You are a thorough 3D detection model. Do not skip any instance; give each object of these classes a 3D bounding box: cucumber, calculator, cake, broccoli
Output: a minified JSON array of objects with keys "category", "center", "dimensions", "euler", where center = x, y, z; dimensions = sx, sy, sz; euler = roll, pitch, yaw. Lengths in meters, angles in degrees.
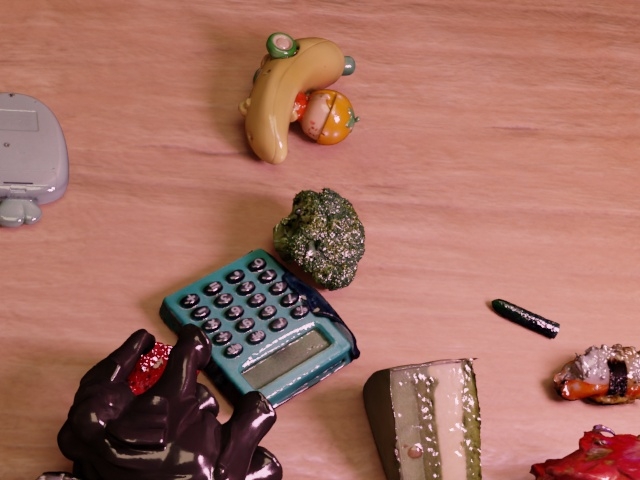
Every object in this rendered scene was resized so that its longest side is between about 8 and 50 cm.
[{"category":"cucumber","center":[0.373,0.140,2.151],"dimensions":[0.133,0.032,0.032],"euler":[25,49,-2]},{"category":"calculator","center":[-0.527,-0.145,2.024],"dimensions":[0.184,0.042,0.295],"euler":[1,53,-20]},{"category":"cake","center":[0.168,0.335,1.909],"dimensions":[0.158,0.172,0.283],"euler":[-5,88,-16]},{"category":"calculator","center":[-0.102,0.141,1.953],"dimensions":[0.248,0.058,0.274],"euler":[-28,66,-36]},{"category":"broccoli","center":[0.000,0.000,2.045],"dimensions":[0.156,0.195,0.195],"euler":[-19,55,8]}]

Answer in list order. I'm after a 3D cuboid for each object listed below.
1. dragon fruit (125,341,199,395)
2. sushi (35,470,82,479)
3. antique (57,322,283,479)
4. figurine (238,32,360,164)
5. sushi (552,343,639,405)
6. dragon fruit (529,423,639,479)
[{"category":"dragon fruit","center":[-0.252,0.215,1.827],"dimensions":[0.131,0.097,0.063],"euler":[22,31,-33]},{"category":"sushi","center":[-0.324,0.419,1.603],"dimensions":[0.225,0.126,0.136],"euler":[36,49,7]},{"category":"antique","center":[-0.211,0.289,1.683],"dimensions":[0.322,0.185,0.255],"euler":[49,47,4]},{"category":"figurine","center":[-0.034,-0.264,2.263],"dimensions":[0.222,0.124,0.324],"euler":[24,52,-6]},{"category":"sushi","center":[0.516,0.234,2.090],"dimensions":[0.226,0.103,0.097],"euler":[5,35,-20]},{"category":"dragon fruit","center":[0.473,0.425,1.765],"dimensions":[0.386,0.249,0.371],"euler":[-2,28,-44]}]
